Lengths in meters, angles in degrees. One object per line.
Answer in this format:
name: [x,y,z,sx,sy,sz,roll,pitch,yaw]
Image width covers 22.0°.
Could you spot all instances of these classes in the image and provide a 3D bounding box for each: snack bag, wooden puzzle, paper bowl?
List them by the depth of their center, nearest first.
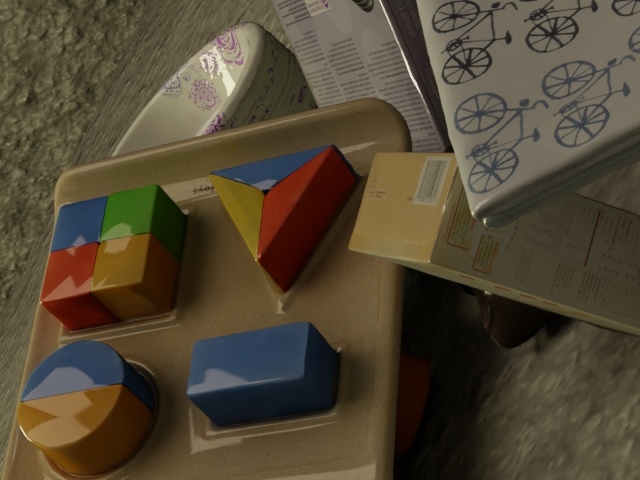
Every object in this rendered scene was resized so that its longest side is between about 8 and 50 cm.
snack bag: [0.217,-0.169,0.927,0.342,0.037,0.323,-24,35,13]
wooden puzzle: [-0.095,0.061,1.223,0.322,0.080,0.348,-11,57,23]
paper bowl: [-0.111,-0.092,1.826,0.284,0.148,0.284,-41,25,24]

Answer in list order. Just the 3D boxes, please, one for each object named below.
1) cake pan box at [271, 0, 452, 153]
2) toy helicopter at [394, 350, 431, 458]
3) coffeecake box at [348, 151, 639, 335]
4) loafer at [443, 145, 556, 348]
cake pan box: [0.045,-0.170,1.421,0.070,0.246,0.267,-25,6,-17]
toy helicopter: [-0.018,0.161,1.410,0.355,0.140,0.235,-103,29,-78]
coffeecake box: [0.131,0.005,1.001,0.142,0.185,0.068,-171,99,-72]
loafer: [0.120,0.002,1.213,0.078,0.080,0.220,-59,20,22]
